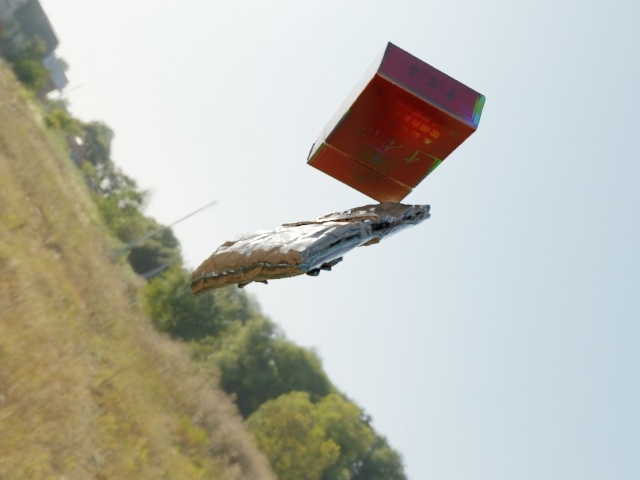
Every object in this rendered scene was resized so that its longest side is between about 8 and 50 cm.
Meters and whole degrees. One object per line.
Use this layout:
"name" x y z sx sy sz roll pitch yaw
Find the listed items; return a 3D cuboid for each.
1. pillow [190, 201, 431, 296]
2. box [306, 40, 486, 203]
"pillow" 0.000 0.000 0.685 0.126 0.232 0.043 -7 -83 33
"box" 0.069 -0.107 0.789 0.112 0.048 0.175 26 -31 -10
